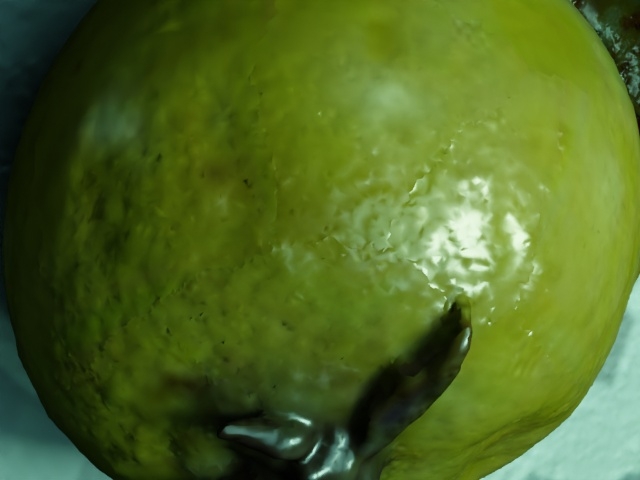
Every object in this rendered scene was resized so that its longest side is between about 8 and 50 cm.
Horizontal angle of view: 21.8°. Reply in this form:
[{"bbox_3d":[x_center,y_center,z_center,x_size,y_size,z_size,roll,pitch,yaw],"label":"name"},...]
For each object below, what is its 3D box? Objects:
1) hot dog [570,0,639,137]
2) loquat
[{"bbox_3d":[0.125,-0.063,0.743,0.192,0.053,0.099,40,78,-23],"label":"hot dog"},{"bbox_3d":[0.000,0.000,0.606,0.244,0.244,0.244,-3,97,-21],"label":"loquat"}]
